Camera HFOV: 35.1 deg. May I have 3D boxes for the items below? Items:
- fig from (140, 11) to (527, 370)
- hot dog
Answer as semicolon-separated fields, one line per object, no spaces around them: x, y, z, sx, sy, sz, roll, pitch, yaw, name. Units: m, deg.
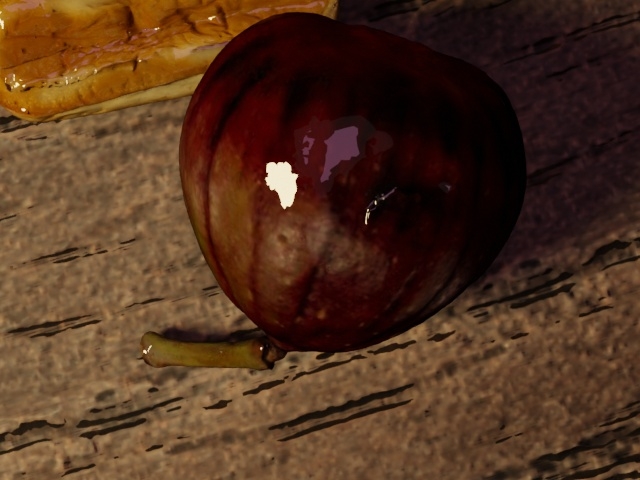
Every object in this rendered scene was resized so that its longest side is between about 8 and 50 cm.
0.007;0.000;0.597;0.203;0.186;0.250;10;104;-25;fig
-0.111;-0.140;0.645;0.249;0.076;0.102;-14;116;-6;hot dog
